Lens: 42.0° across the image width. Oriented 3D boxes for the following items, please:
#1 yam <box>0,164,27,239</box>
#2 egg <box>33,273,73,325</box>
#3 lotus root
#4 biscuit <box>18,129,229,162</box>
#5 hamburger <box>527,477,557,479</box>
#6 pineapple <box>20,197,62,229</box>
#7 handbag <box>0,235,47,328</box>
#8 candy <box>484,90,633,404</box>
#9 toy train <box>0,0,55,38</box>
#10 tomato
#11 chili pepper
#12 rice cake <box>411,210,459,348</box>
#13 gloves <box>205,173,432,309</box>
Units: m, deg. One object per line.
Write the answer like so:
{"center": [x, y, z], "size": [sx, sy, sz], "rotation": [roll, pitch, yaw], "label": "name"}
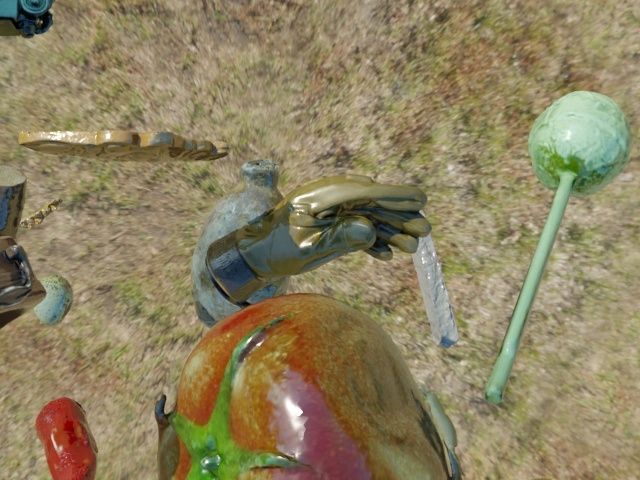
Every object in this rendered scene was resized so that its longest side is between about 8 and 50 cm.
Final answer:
{"center": [-0.462, -0.036, 1.174], "size": [0.084, 0.084, 0.127], "rotation": [16, 112, -5], "label": "yam"}
{"center": [-0.564, 0.126, 1.755], "size": [0.085, 0.085, 0.110], "rotation": [1, 92, -5], "label": "egg"}
{"center": [-0.132, 0.029, 1.428], "size": [0.175, 0.175, 0.349], "rotation": [11, 120, -5], "label": "lotus root"}
{"center": [-0.236, -0.114, 1.016], "size": [0.250, 0.162, 0.035], "rotation": [3, 85, -13], "label": "biscuit"}
{"center": [0.273, 0.402, 1.036], "size": [0.116, 0.173, 0.210], "rotation": [50, 60, -44], "label": "hamburger"}
{"center": [-0.462, -0.041, 1.363], "size": [0.083, 0.045, 0.019], "rotation": [-29, 113, 15], "label": "pineapple"}
{"center": [-0.323, 0.058, 0.694], "size": [0.151, 0.193, 0.072], "rotation": [-31, 87, 8], "label": "handbag"}
{"center": [0.245, -0.004, 0.892], "size": [0.119, 0.119, 0.440], "rotation": [33, 53, -5], "label": "candy"}
{"center": [-0.277, -0.252, 0.757], "size": [0.071, 0.038, 0.148], "rotation": [-1, 76, -12], "label": "toy train"}
{"center": [-0.009, 0.210, 0.789], "size": [0.239, 0.303, 0.303], "rotation": [8, 91, -38], "label": "tomato"}
{"center": [-0.517, 0.414, 1.700], "size": [0.110, 0.387, 0.110], "rotation": [-10, 115, -23], "label": "chili pepper"}
{"center": [0.208, 0.074, 1.567], "size": [0.049, 0.055, 0.270], "rotation": [-7, 72, -20], "label": "rice cake"}
{"center": [-0.007, -0.014, 1.179], "size": [0.331, 0.154, 0.141], "rotation": [-22, 70, 15], "label": "gloves"}
